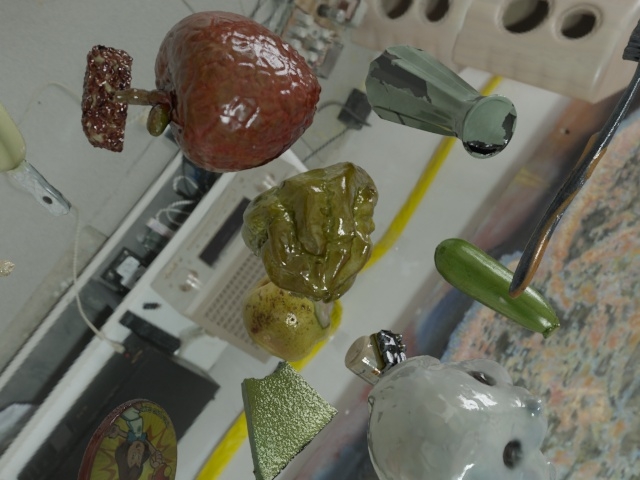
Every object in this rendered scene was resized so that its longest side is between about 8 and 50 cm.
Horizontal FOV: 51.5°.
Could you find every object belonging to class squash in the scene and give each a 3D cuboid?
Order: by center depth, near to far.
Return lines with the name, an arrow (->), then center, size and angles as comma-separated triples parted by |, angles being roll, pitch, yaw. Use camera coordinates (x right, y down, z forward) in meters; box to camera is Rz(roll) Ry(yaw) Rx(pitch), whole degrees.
squash -> 0.242, 0.066, 0.922 | 0.066, 0.201, 0.066 | -44, 160, -21

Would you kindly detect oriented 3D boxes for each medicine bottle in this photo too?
medicine bottle -> 0.195, 0.387, 1.932 | 0.252, 0.114, 0.114 | 37, 85, -15

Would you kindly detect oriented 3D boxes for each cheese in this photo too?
cheese -> -0.448, -0.121, 0.953 | 0.235, 0.127, 0.050 | 51, 40, -34

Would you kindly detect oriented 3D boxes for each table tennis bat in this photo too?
table tennis bat -> -0.395, 0.534, 1.349 | 0.268, 0.051, 0.415 | 21, 72, -60

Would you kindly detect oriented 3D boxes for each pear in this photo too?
pear -> -0.095, 0.215, 1.909 | 0.271, 0.271, 0.271 | -26, 132, -34

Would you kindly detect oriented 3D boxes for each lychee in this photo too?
lychee -> -0.152, -0.226, 1.015 | 0.299, 0.255, 0.255 | -5, 119, -30

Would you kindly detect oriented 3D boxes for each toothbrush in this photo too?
toothbrush -> 0.267, -0.075, 0.677 | 0.023, 0.031, 0.321 | -1, 119, -44

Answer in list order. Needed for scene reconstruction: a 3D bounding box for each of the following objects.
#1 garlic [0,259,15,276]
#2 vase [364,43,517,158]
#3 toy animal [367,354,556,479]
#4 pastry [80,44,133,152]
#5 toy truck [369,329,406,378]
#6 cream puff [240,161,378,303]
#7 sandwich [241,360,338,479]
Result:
garlic -> -0.654, 0.048, 1.188 | 0.225, 0.199, 0.199 | -10, 132, 4
vase -> 0.219, -0.271, 1.281 | 0.165, 0.360, 0.165 | -11, 120, -20
toy animal -> 0.132, 0.217, 0.680 | 0.174, 0.249, 0.289 | -21, 120, 1
pastry -> -0.437, -0.288, 1.355 | 0.097, 0.115, 0.209 | 6, 96, -10
toy truck -> 0.133, 0.228, 1.277 | 0.052, 0.123, 0.063 | 9, 137, -27
cream puff -> 0.001, 0.000, 1.378 | 0.291, 0.257, 0.324 | -19, 168, -14
sandwich -> -0.115, 0.404, 1.515 | 0.245, 0.212, 0.063 | -36, 162, -38
